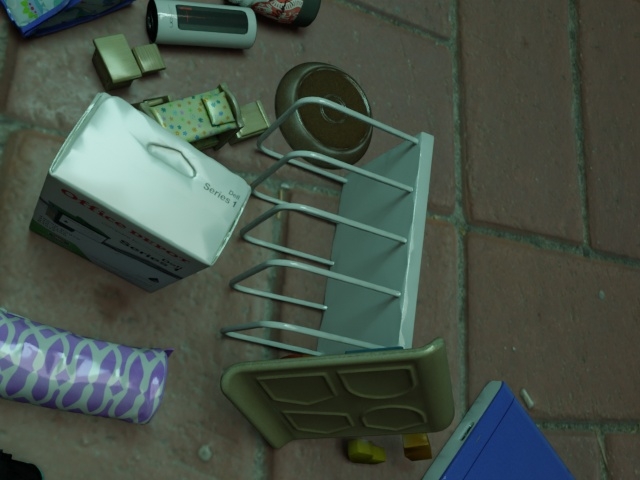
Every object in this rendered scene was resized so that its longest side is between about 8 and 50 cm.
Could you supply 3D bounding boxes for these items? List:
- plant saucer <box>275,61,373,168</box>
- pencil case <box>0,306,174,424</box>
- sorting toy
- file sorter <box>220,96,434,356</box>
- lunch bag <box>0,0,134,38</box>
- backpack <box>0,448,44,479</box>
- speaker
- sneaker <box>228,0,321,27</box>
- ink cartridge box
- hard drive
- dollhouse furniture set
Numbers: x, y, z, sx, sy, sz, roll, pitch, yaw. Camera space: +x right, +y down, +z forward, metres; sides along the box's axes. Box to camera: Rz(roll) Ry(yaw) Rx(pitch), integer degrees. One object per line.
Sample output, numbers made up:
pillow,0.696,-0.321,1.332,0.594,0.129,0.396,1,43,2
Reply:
plant saucer,0.014,-0.190,0.843,0.168,0.029,0.168,6,78,-28
pencil case,-0.261,0.130,0.589,0.206,0.086,0.088,24,41,-25
sorting toy,0.041,0.200,0.672,0.229,0.307,0.041,-10,51,9
file sorter,0.000,0.000,0.701,0.173,0.193,0.277,16,72,-24
lunch bag,-0.306,-0.320,0.653,0.151,0.096,0.129,-32,99,-17
backpack,-0.323,0.244,0.463,0.166,0.188,0.144,28,67,-23
speaker,-0.156,-0.283,0.749,0.136,0.055,0.055,-7,83,-31
sneaker,-0.078,-0.447,0.808,0.145,0.090,0.270,2,81,-32
ink cartridge box,-0.192,-0.032,0.578,0.160,0.219,0.092,32,65,-20
hard drive,0.309,0.409,0.878,0.210,0.040,0.318,-43,102,-30
dollhouse furniture set,-0.157,-0.196,0.702,0.182,0.101,0.161,-26,93,-31
